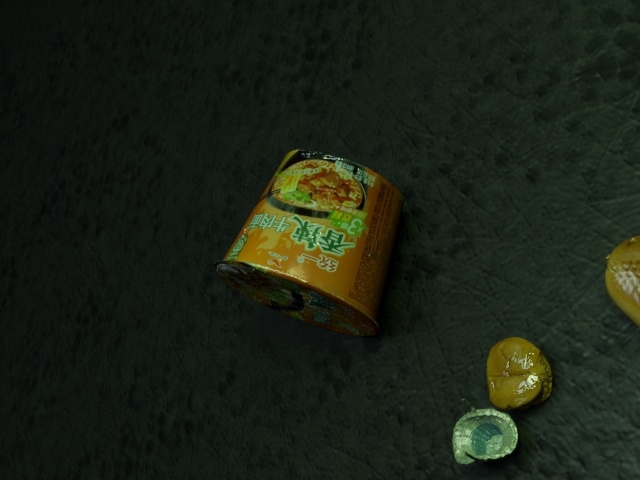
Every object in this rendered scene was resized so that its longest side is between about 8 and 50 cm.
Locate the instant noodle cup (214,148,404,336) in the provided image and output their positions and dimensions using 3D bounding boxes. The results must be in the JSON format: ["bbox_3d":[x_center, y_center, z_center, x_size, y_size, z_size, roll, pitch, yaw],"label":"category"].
[{"bbox_3d":[0.000,0.000,1.275,0.230,0.230,0.182,7,69,47],"label":"instant noodle cup"}]

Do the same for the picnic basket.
[{"bbox_3d":[0.179,0.218,1.090,0.083,0.083,0.065,-19,55,36],"label":"picnic basket"}]

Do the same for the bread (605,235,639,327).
[{"bbox_3d":[0.373,0.056,0.969,0.189,0.077,0.114,34,118,46],"label":"bread"}]

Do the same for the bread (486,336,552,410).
[{"bbox_3d":[0.223,0.153,1.100,0.081,0.046,0.083,18,87,50],"label":"bread"}]
